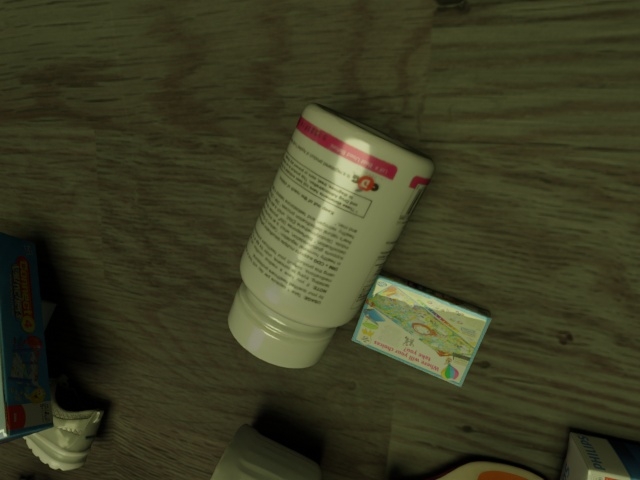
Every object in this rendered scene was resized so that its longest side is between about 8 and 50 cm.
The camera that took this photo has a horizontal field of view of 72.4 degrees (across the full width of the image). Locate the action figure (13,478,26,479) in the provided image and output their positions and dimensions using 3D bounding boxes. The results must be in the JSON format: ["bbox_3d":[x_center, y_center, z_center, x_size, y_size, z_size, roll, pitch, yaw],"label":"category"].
[{"bbox_3d":[-0.560,0.662,0.794,0.275,0.248,0.371,-21,92,21],"label":"action figure"}]

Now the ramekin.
[{"bbox_3d":[-0.097,0.410,0.588,0.135,0.277,0.278,19,107,5],"label":"ramekin"}]

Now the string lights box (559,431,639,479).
[{"bbox_3d":[0.422,0.322,0.498,0.259,0.077,0.134,6,102,13],"label":"string lights box"}]

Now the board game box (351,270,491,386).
[{"bbox_3d":[0.130,0.114,0.578,0.154,0.026,0.104,21,107,12],"label":"board game box"}]

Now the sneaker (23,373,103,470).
[{"bbox_3d":[-0.506,0.286,0.795,0.281,0.105,0.115,28,78,12],"label":"sneaker"}]

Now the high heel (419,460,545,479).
[{"bbox_3d":[0.189,0.369,0.606,0.243,0.082,0.117,-14,139,3],"label":"high heel"}]

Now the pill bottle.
[{"bbox_3d":[0.000,0.000,0.524,0.160,0.160,0.283,29,108,10],"label":"pill bottle"}]

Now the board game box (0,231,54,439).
[{"bbox_3d":[-0.586,0.179,0.667,0.307,0.086,0.302,-18,73,4],"label":"board game box"}]

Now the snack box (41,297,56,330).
[{"bbox_3d":[-0.595,0.156,0.757,0.206,0.070,0.175,15,77,12],"label":"snack box"}]
